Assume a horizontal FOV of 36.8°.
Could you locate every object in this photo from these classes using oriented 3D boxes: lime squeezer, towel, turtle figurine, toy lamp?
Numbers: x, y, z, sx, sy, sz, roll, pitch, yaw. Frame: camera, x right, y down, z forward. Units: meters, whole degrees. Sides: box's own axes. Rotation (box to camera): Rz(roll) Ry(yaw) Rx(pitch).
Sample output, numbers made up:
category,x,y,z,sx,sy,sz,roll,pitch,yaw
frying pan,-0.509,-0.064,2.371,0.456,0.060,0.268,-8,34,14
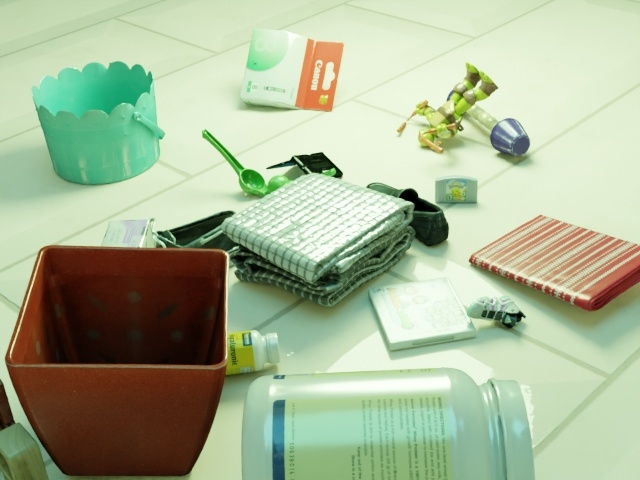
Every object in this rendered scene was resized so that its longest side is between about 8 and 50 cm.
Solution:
category,x,y,z,sx,sy,sz,roll,pitch,yaw
lime squeezer,-0.104,-0.137,1.941,0.310,0.110,0.059,19,21,25
towel,0.000,0.000,1.707,0.235,0.121,0.284,22,39,33
towel,0.418,0.035,1.654,0.199,0.031,0.275,-27,30,-28
turtle figurine,0.284,-0.272,2.079,0.217,0.087,0.269,-47,19,8
toy lamp,0.367,-0.260,2.107,0.080,0.080,0.274,-15,32,-17

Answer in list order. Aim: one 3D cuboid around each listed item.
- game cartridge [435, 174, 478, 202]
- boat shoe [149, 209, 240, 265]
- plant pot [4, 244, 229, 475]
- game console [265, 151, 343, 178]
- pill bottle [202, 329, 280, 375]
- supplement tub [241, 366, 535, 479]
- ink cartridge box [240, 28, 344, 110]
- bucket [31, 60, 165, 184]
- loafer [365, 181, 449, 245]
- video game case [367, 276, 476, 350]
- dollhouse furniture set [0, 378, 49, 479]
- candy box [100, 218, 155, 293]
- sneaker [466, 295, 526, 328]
category,x,y,z,sx,sy,sz,roll,pitch,yaw
game cartridge,0.266,-0.101,1.886,0.083,0.056,0.017,0,25,8
boat shoe,-0.281,0.022,1.709,0.306,0.105,0.113,-16,34,-18
plant pot,-0.264,0.178,1.326,0.267,0.235,0.267,2,32,-6
game console,-0.031,-0.143,1.993,0.107,0.071,0.122,46,28,16
pill bottle,-0.123,0.173,1.492,0.116,0.065,0.065,-7,33,-5
supplement tub,0.078,0.273,1.155,0.325,0.235,0.235,-3,32,2
ink cartridge box,-0.069,-0.408,2.310,0.225,0.181,0.056,7,-9,19
bucket,-0.479,-0.258,2.102,0.281,0.183,0.281,-3,33,2
loafer,0.162,-0.068,1.826,0.076,0.078,0.223,-23,37,-27
video game case,0.165,0.118,1.589,0.143,0.019,0.157,-8,32,-7
dollhouse furniture set,-0.453,0.311,1.231,0.201,0.152,0.374,-24,38,-28
candy box,-0.300,0.090,1.520,0.070,0.196,0.165,-2,33,3
sneaker,0.288,0.120,1.545,0.098,0.038,0.069,-10,35,-30
